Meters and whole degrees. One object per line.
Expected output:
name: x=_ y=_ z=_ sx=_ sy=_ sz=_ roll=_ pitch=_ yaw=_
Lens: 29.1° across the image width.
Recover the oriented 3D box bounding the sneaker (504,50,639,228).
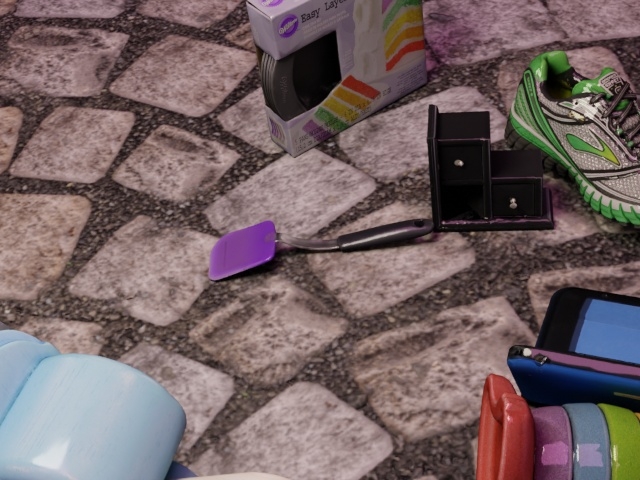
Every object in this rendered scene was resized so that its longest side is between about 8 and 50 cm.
sneaker: x=0.371 y=-0.129 z=1.577 sx=0.134 sy=0.146 sz=0.343 roll=-24 pitch=44 yaw=-32

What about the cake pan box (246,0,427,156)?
cake pan box: x=0.026 y=-0.274 z=1.731 sx=0.267 sy=0.245 sz=0.070 roll=-30 pitch=46 yaw=-22

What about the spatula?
spatula: x=0.000 y=0.000 z=1.596 sx=0.297 sy=0.030 sz=0.084 roll=-6 pitch=42 yaw=3

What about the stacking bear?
stacking bear: x=0.306 y=0.232 z=1.204 sx=0.289 sy=0.164 sz=0.175 roll=5 pitch=4 yaw=0

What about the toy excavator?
toy excavator: x=-0.160 y=0.250 z=1.184 sx=0.445 sy=0.433 sz=0.222 roll=-17 pitch=34 yaw=35

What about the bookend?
bookend: x=0.217 y=-0.092 z=1.568 sx=0.157 sy=0.156 sz=0.072 roll=-1 pitch=43 yaw=8

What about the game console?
game console: x=0.368 y=0.111 z=1.320 sx=0.293 sy=0.250 sz=0.173 roll=9 pitch=72 yaw=19
